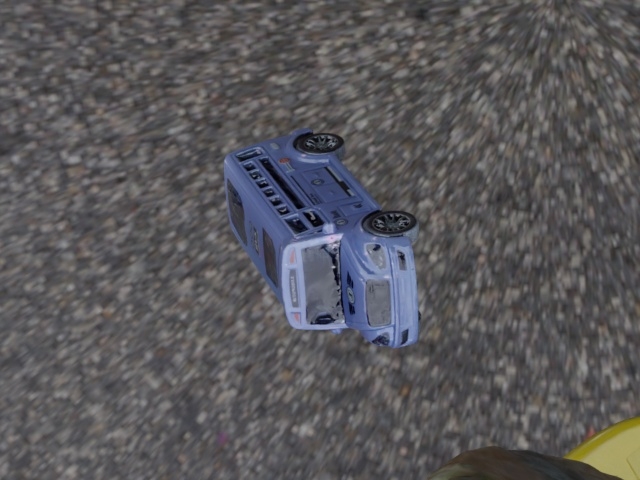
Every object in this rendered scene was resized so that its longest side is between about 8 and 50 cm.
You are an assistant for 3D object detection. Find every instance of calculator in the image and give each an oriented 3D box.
[{"bbox_3d":[0.328,0.293,1.896,0.235,0.032,0.146,-36,105,-12],"label":"calculator"}]

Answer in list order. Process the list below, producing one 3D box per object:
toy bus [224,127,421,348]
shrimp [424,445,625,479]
[{"bbox_3d":[0.000,0.000,1.673,0.133,0.292,0.125,-14,121,-16],"label":"toy bus"},{"bbox_3d":[0.145,0.186,0.762,0.247,0.360,0.085,20,105,3],"label":"shrimp"}]
